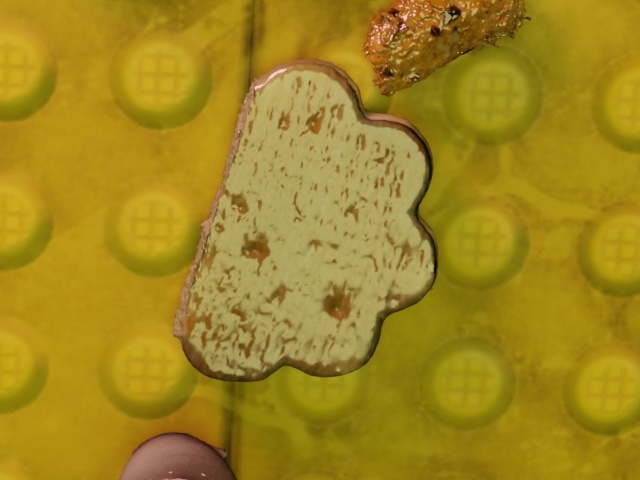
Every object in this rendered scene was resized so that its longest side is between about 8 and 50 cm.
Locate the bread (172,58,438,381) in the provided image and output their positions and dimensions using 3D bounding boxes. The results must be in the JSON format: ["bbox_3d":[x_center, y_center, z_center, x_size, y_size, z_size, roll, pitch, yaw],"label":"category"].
[{"bbox_3d":[0.000,0.000,1.485,0.207,0.056,0.286,21,101,-6],"label":"bread"}]

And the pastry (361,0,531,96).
[{"bbox_3d":[0.100,-0.179,1.453,0.140,0.056,0.080,-25,112,-5],"label":"pastry"}]

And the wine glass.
[{"bbox_3d":[-0.117,0.224,1.456,0.111,0.204,0.111,-1,99,-5],"label":"wine glass"}]
